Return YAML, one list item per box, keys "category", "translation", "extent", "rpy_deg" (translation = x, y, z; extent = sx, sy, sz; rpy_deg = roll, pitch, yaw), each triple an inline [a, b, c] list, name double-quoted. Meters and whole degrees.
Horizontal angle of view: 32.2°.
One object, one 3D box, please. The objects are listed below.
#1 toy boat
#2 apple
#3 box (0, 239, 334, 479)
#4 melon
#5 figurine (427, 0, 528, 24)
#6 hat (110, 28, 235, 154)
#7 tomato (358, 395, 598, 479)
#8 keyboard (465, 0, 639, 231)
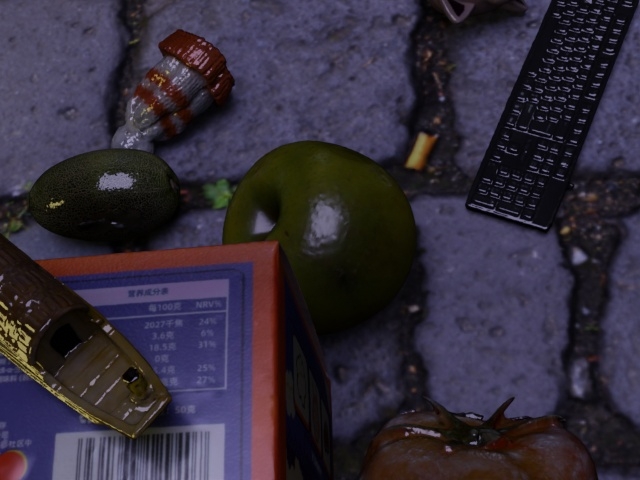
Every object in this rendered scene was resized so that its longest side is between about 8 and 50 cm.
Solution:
- category: "toy boat"
  translation: [-0.193, 0.059, 0.765]
  extent: [0.226, 0.088, 0.068]
  rpy_deg: [35, 71, 24]
- category: "apple"
  translation: [0.000, 0.000, 1.067]
  extent: [0.157, 0.196, 0.196]
  rpy_deg: [13, 58, -32]
- category: "box"
  translation: [-0.175, 0.177, 0.930]
  extent: [0.348, 0.318, 0.257]
  rpy_deg: [-5, 64, 7]
- category: "melon"
  translation: [-0.229, -0.047, 1.173]
  extent: [0.162, 0.099, 0.099]
  rpy_deg: [-7, 63, 8]
- category: "figurine"
  translation: [0.165, -0.306, 1.225]
  extent: [0.125, 0.125, 0.138]
  rpy_deg: [-22, 78, -2]
- category: "hat"
  translation: [-0.175, -0.148, 1.222]
  extent: [0.162, 0.093, 0.112]
  rpy_deg: [-45, 27, -6]
- category: "tomato"
  translation: [0.127, 0.228, 0.929]
  extent: [0.214, 0.155, 0.181]
  rpy_deg: [-2, 88, 11]
- category: "keyboard"
  translation: [0.255, -0.151, 1.191]
  extent: [0.100, 0.018, 0.310]
  rpy_deg: [19, 68, 18]
